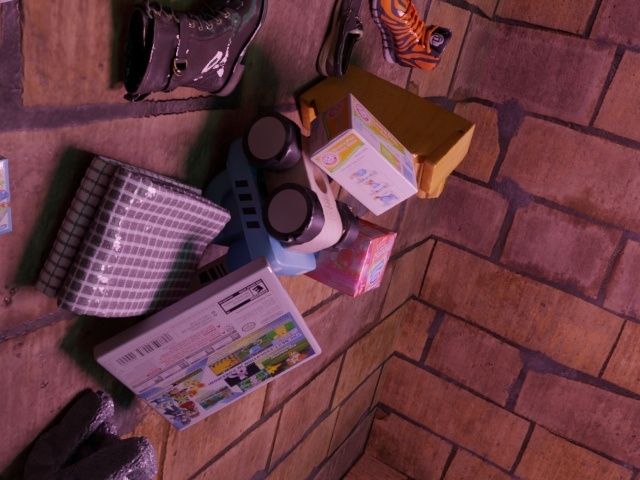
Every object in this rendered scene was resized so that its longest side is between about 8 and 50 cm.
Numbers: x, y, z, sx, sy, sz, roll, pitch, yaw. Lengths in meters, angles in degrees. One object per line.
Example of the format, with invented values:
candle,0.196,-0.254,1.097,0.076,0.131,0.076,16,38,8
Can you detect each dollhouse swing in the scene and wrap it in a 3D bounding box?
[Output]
dollhouse swing,0.142,-0.203,1.417,0.315,0.346,0.305,-44,158,-41

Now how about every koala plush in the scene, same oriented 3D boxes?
koala plush,-0.404,0.431,1.050,0.203,0.196,0.221,-39,146,-27

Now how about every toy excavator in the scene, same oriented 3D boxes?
toy excavator,-0.156,0.023,1.170,0.222,0.445,0.433,12,60,-64

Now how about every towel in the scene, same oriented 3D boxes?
towel,-0.291,0.007,0.962,0.235,0.121,0.283,-67,156,3

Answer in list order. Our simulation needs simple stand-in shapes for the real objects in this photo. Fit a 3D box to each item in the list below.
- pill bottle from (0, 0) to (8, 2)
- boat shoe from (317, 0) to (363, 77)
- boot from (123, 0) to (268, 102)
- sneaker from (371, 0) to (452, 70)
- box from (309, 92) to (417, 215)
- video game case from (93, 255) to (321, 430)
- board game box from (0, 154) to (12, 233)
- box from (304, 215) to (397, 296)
pill bottle,-0.351,-0.326,0.579,0.086,0.086,0.152,-50,151,-32
boat shoe,0.064,-0.478,1.322,0.080,0.073,0.224,7,106,-65
boot,-0.194,-0.334,0.894,0.229,0.091,0.263,-17,129,-61
sneaker,0.246,-0.561,1.493,0.125,0.180,0.321,-62,156,-10
box,0.082,-0.161,1.106,0.203,0.103,0.114,36,37,-34
video game case,-0.189,0.203,1.074,0.329,0.036,0.300,-29,136,-3
board game box,-0.453,-0.040,0.697,0.154,0.026,0.103,-29,136,-54
box,0.000,0.000,1.338,0.154,0.300,0.142,-11,121,-62
